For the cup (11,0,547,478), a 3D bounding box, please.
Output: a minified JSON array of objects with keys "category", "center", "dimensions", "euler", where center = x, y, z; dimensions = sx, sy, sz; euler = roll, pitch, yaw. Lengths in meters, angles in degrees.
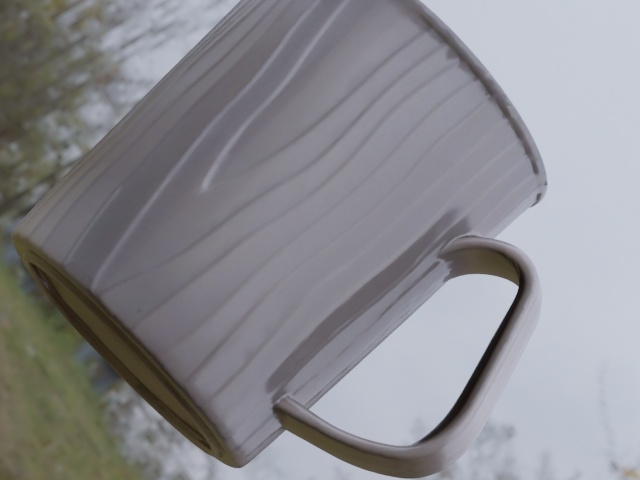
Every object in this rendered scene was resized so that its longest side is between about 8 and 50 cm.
[{"category":"cup","center":[-0.005,0.001,1.105],"dimensions":[0.288,0.273,0.208],"euler":[47,-13,-4]}]
